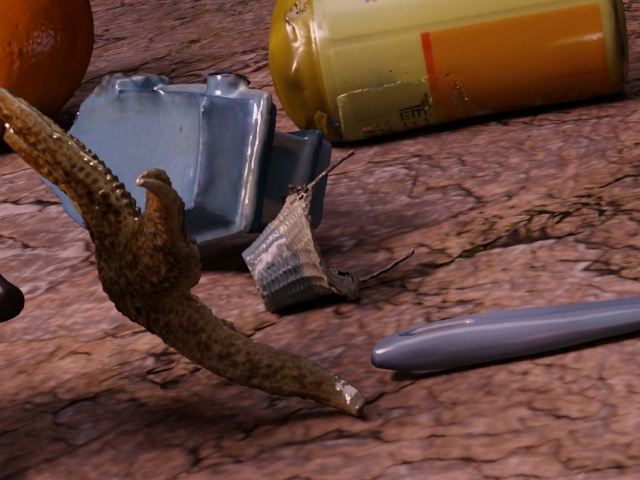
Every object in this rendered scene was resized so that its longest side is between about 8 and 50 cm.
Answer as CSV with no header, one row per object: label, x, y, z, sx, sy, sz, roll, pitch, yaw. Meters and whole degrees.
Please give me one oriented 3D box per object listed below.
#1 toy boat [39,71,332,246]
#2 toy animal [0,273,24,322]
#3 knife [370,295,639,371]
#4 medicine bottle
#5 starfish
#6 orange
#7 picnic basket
toy boat,-0.081,-0.039,1.017,0.098,0.109,0.238,12,-6,-32
toy animal,-0.188,0.006,0.706,0.115,0.245,0.146,-1,49,-25
knife,0.176,0.024,0.782,0.313,0.019,0.044,-10,14,0
medicine bottle,0.083,-0.136,1.186,0.239,0.124,0.124,-11,17,7
starfish,-0.071,0.008,0.757,0.223,0.217,0.050,35,69,12
orange,-0.296,-0.158,1.414,0.240,0.171,0.240,-13,13,3
picnic basket,0.000,0.000,0.891,0.083,0.065,0.083,-30,13,-2
